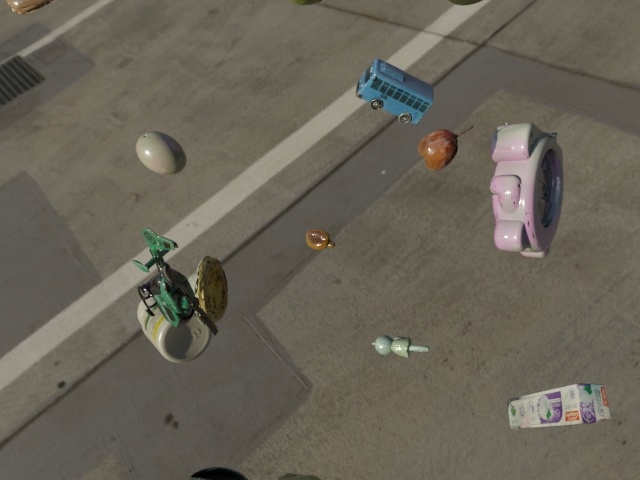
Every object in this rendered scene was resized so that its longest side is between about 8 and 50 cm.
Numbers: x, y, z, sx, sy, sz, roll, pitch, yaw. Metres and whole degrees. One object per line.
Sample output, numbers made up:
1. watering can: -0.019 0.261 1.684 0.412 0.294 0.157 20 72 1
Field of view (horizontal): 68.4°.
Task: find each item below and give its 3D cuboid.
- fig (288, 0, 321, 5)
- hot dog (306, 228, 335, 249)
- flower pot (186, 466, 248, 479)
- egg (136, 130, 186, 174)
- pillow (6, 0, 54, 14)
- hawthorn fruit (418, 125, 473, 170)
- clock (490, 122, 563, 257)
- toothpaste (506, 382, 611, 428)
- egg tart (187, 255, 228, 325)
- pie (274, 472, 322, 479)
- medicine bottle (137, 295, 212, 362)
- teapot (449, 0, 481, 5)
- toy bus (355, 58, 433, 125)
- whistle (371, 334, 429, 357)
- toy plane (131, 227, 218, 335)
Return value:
1. fig: -0.058 -0.545 0.734 0.233 0.314 0.233 -42 8 7
2. hot dog: 0.000 -0.002 2.059 0.141 0.060 0.089 4 78 35
3. flower pot: -0.346 0.861 1.581 0.243 0.189 0.156 7 87 12
4. egg: -0.418 -0.228 1.239 0.135 0.103 0.103 33 62 -5
5. pillow: -0.551 -0.528 0.847 0.136 0.211 0.034 -24 14 5
6. hawthorn fruit: 0.222 -0.169 0.822 0.103 0.067 0.066 -34 46 19
7. clock: 0.418 -0.095 0.949 0.090 0.228 0.247 4 86 43
8. toothpaste: 0.305 0.223 0.622 0.040 0.196 0.047 4 66 -1
9. egg tart: -0.380 0.166 1.560 0.095 0.234 0.233 -3 52 10
10. pie: -0.030 0.523 0.703 0.075 0.338 0.337 -32 39 39
11. medicine bottle: -0.589 0.325 1.866 0.208 0.208 0.340 -46 34 -19
12. teapot: 0.241 -0.589 0.870 0.240 0.322 0.239 -32 61 27
13. toy bus: 0.245 -0.491 1.548 0.234 0.133 0.116 22 50 -14
14. whistle: 0.138 0.184 0.818 0.101 0.035 0.035 1 53 21
15. toy plane: -0.359 0.107 1.139 0.155 0.381 0.106 20 49 25
